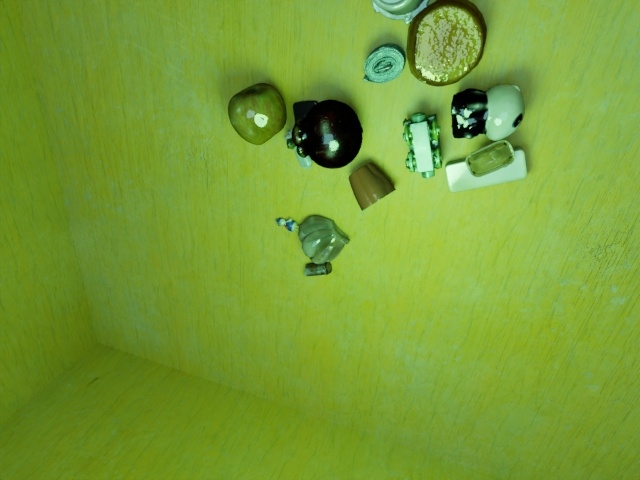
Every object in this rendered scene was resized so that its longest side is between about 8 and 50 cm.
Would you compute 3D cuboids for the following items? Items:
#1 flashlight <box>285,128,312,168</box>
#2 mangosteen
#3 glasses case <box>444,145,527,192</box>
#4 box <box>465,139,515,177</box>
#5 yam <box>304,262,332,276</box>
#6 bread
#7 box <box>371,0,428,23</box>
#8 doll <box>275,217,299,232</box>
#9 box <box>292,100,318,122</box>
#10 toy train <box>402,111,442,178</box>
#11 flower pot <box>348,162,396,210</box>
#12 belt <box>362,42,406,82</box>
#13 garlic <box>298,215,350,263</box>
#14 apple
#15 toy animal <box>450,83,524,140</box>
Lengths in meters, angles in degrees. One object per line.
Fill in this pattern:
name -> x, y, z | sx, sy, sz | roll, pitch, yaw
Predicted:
flashlight -> -0.102, -0.436, 1.962 | 0.093, 0.047, 0.200 | -15, 110, 31
mangosteen -> 0.028, -0.458, 1.750 | 0.313, 0.297, 0.297 | 6, 126, -27
glasses case -> 0.697, -0.298, 1.730 | 0.312, 0.070, 0.131 | -10, 111, 24
box -> 0.673, -0.326, 1.623 | 0.177, 0.111, 0.111 | -23, 106, 28
yam -> -0.014, 0.154, 2.218 | 0.141, 0.079, 0.079 | -7, 113, 25
bread -> 0.468, -0.729, 1.526 | 0.312, 0.172, 0.312 | 6, 122, 10
box -> 0.292, -0.948, 1.462 | 0.262, 0.206, 0.291 | 25, 124, 6
doll -> -0.175, -0.085, 2.168 | 0.143, 0.058, 0.099 | 22, 139, 14
box -> -0.063, -0.581, 1.888 | 0.126, 0.027, 0.125 | 1, 114, 21
toy train -> 0.432, -0.401, 1.706 | 0.159, 0.188, 0.272 | -6, 111, 22
flower pot -> 0.222, -0.252, 1.874 | 0.190, 0.190, 0.173 | -34, 90, 31
belt -> 0.263, -0.723, 1.662 | 0.163, 0.082, 0.148 | 12, 130, 10
garlic -> 0.000, 0.000, 2.118 | 0.292, 0.210, 0.237 | -30, 137, 25
apple -> -0.277, -0.565, 1.845 | 0.264, 0.264, 0.264 | 8, 119, 16
toy animal -> 0.641, -0.492, 1.582 | 0.266, 0.212, 0.213 | 2, 117, 15
